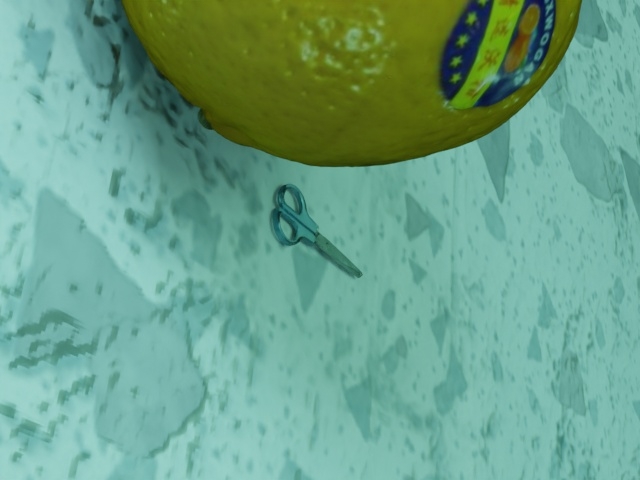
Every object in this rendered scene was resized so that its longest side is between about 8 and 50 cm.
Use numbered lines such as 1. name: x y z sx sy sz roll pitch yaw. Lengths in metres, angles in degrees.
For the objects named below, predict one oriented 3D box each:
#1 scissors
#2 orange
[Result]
1. scissors: 0.000 0.000 0.649 0.083 0.006 0.036 40 47 -42
2. orange: 0.012 -0.130 0.529 0.219 0.193 0.219 17 34 -12
